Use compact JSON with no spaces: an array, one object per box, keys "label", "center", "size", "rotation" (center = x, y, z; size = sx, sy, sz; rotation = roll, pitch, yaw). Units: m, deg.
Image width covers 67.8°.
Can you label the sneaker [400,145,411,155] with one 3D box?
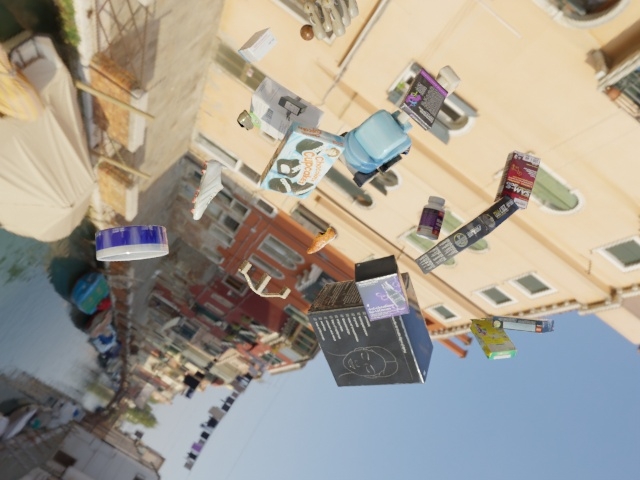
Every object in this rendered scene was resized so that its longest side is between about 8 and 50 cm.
[{"label":"sneaker","center":[0.328,-0.444,2.288],"size":[0.083,0.221,0.087],"rotation":[61,30,-53]}]

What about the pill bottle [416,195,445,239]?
[{"label":"pill bottle","center":[0.524,-0.106,2.234],"size":[0.108,0.108,0.193],"rotation":[172,-66,-79]}]

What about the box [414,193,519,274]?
[{"label":"box","center":[0.638,-0.025,2.087],"size":[0.318,0.097,0.395],"rotation":[-25,167,-43]}]

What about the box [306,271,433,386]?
[{"label":"box","center":[0.260,0.455,2.392],"size":[0.472,0.479,0.297],"rotation":[-10,-158,28]}]

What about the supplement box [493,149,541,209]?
[{"label":"supplement box","center":[0.884,-0.269,2.140],"size":[0.073,0.130,0.239],"rotation":[154,-47,-87]}]

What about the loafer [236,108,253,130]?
[{"label":"loafer","center":[-0.288,-0.450,1.798],"size":[0.050,0.056,0.148],"rotation":[-33,175,-6]}]

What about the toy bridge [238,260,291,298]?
[{"label":"toy bridge","center":[-0.173,0.128,1.412],"size":[0.063,0.188,0.026],"rotation":[-55,-144,-3]}]

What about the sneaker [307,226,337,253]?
[{"label":"sneaker","center":[0.000,0.000,2.106],"size":[0.175,0.067,0.064],"rotation":[-38,178,29]}]

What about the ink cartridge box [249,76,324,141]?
[{"label":"ink cartridge box","center":[-0.141,-0.495,1.916],"size":[0.114,0.273,0.198],"rotation":[-60,-177,-22]}]

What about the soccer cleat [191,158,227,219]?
[{"label":"soccer cleat","center":[-0.342,-0.154,1.462],"size":[0.068,0.076,0.196],"rotation":[178,-72,-70]}]

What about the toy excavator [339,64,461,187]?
[{"label":"toy excavator","center":[0.301,-0.453,1.870],"size":[0.433,0.222,0.445],"rotation":[-34,177,-25]}]

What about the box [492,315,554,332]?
[{"label":"box","center":[0.722,0.295,1.686],"size":[0.159,0.233,0.044],"rotation":[0,-97,35]}]

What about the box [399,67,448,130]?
[{"label":"box","center":[0.312,-0.425,1.433],"size":[0.029,0.116,0.162],"rotation":[-22,-145,58]}]

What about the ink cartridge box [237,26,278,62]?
[{"label":"ink cartridge box","center":[-0.221,-0.697,1.707],"size":[0.104,0.060,0.180],"rotation":[-48,-151,-4]}]

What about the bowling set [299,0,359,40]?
[{"label":"bowling set","center":[-0.003,-0.749,1.553],"size":[0.200,0.154,0.287],"rotation":[-13,-147,23]}]

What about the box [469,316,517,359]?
[{"label":"box","center":[0.624,0.352,1.744],"size":[0.179,0.105,0.043],"rotation":[-106,-164,-52]}]

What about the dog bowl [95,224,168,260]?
[{"label":"dog bowl","center":[-0.738,0.012,1.871],"size":[0.265,0.265,0.104],"rotation":[152,-69,-73]}]

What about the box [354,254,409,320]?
[{"label":"box","center":[0.220,0.171,1.711],"size":[0.153,0.207,0.108],"rotation":[-15,-145,13]}]

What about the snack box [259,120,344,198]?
[{"label":"snack box","center":[-0.071,-0.271,1.668],"size":[0.322,0.187,0.060],"rotation":[133,-36,-51]}]
